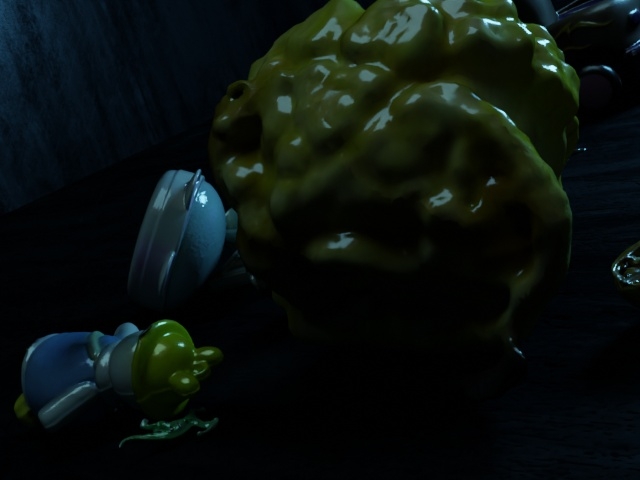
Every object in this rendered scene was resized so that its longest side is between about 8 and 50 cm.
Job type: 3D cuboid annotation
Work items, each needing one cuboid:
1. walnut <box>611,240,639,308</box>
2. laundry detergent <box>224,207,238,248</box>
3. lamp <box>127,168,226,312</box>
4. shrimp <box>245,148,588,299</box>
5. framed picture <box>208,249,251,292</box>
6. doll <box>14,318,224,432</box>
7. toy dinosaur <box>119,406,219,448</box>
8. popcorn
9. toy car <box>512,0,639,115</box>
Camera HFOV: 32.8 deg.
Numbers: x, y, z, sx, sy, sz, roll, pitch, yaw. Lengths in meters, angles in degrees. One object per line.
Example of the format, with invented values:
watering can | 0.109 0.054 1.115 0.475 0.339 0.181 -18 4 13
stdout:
walnut | 0.291 0.029 0.877 0.121 0.052 0.091 -28 18 -25
laundry detergent | -0.069 -0.021 1.410 0.225 0.070 0.099 -2 25 48
lamp | -0.180 0.008 1.380 0.107 0.180 0.246 21 -13 -8
shrimp | 0.110 -0.043 1.200 0.410 0.166 0.221 -34 49 -5
framed picture | 0.000 -0.001 1.430 0.265 0.018 0.192 -15 14 15
doll | -0.200 0.129 1.042 0.241 0.099 0.135 -7 -5 34
toy dinosaur | -0.129 0.170 0.955 0.062 0.021 0.083 6 24 31
popcorn | 0.084 -0.029 0.921 0.348 0.349 0.382 -19 53 1
toy car | 0.365 -0.324 1.711 0.340 0.240 0.271 -15 16 26
